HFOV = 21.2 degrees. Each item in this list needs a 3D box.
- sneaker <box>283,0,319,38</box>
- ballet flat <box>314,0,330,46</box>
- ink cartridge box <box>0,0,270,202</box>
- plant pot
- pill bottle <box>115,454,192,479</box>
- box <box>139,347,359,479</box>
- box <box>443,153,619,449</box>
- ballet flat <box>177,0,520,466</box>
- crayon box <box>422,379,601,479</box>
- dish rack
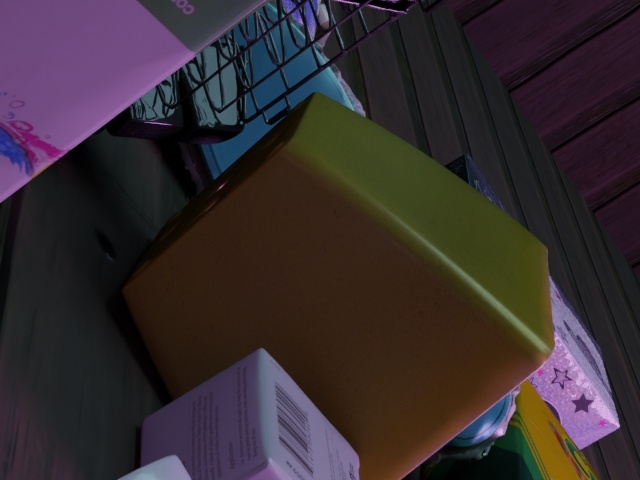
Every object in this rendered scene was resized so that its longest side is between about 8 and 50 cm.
[{"bbox_3d":[-0.117,-0.240,1.425,0.330,0.129,0.147,41,36,-40],"label":"sneaker"},{"bbox_3d":[-0.034,-0.208,1.663,0.077,0.079,0.221,59,14,9],"label":"ballet flat"},{"bbox_3d":[-0.153,-0.117,0.677,0.117,0.278,0.201,43,20,-37],"label":"ink cartridge box"},{"bbox_3d":[0.002,0.032,1.059,0.187,0.212,0.212,47,16,-8],"label":"plant pot"},{"bbox_3d":[-0.052,0.187,0.720,0.180,0.108,0.108,60,14,7],"label":"pill bottle"},{"bbox_3d":[-0.036,0.137,0.919,0.102,0.087,0.101,51,16,-28],"label":"box"},{"bbox_3d":[0.145,0.075,1.545,0.247,0.142,0.163,53,15,-18],"label":"box"},{"bbox_3d":[0.000,0.000,1.313,0.409,0.147,0.147,59,14,-8],"label":"ballet flat"},{"bbox_3d":[0.221,0.315,1.365,0.363,0.106,0.313,54,15,-11],"label":"crayon box"},{"bbox_3d":[-0.063,-0.133,0.968,0.208,0.271,0.074,1,68,-41],"label":"dish rack"}]
